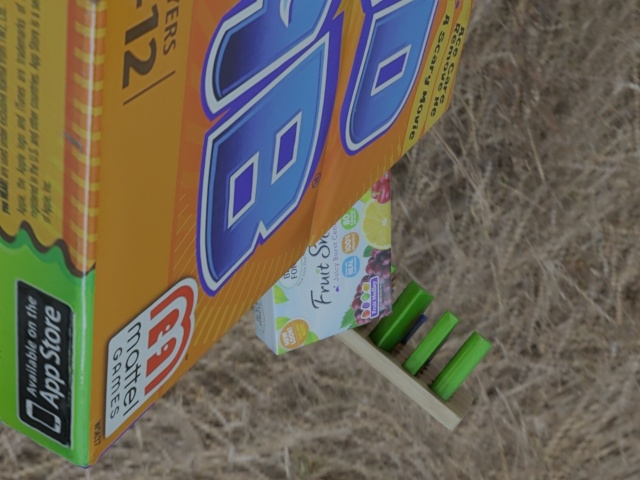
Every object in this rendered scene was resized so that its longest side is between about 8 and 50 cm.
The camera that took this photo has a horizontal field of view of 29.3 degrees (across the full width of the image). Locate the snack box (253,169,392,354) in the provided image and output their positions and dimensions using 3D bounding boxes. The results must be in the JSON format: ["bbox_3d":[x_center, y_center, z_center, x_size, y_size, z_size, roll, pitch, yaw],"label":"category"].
[{"bbox_3d":[0.000,0.000,0.863,0.100,0.037,0.141,-17,120,-25],"label":"snack box"}]

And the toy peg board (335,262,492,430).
[{"bbox_3d":[0.089,0.083,1.124,0.161,0.160,0.079,39,97,9],"label":"toy peg board"}]

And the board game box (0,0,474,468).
[{"bbox_3d":[-0.133,-0.201,0.545,0.356,0.356,0.357,25,130,17],"label":"board game box"}]
